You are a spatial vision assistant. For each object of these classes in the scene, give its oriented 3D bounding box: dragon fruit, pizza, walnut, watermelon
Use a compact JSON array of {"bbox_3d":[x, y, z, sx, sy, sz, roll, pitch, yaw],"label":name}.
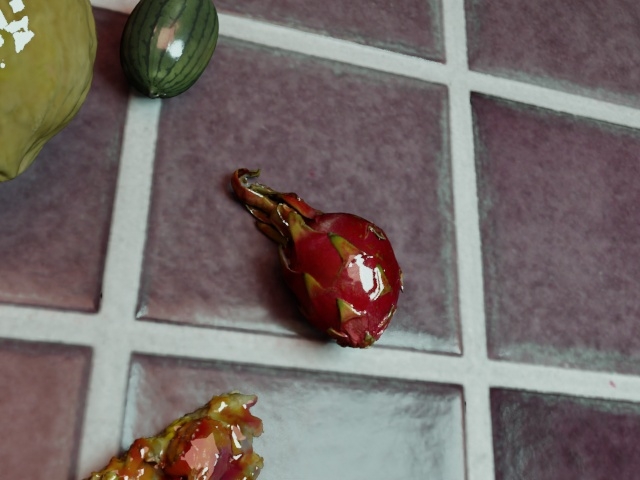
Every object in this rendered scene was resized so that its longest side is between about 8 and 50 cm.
[{"bbox_3d":[0.000,0.000,0.632,0.094,0.094,0.190,-26,68,-27],"label":"dragon fruit"},{"bbox_3d":[-0.102,0.182,0.532,0.201,0.053,0.193,22,63,-10],"label":"pizza"},{"bbox_3d":[-0.266,-0.138,0.526,0.228,0.228,0.227,7,66,-17],"label":"walnut"},{"bbox_3d":[-0.129,-0.168,0.655,0.078,0.078,0.110,26,64,-8],"label":"watermelon"}]
